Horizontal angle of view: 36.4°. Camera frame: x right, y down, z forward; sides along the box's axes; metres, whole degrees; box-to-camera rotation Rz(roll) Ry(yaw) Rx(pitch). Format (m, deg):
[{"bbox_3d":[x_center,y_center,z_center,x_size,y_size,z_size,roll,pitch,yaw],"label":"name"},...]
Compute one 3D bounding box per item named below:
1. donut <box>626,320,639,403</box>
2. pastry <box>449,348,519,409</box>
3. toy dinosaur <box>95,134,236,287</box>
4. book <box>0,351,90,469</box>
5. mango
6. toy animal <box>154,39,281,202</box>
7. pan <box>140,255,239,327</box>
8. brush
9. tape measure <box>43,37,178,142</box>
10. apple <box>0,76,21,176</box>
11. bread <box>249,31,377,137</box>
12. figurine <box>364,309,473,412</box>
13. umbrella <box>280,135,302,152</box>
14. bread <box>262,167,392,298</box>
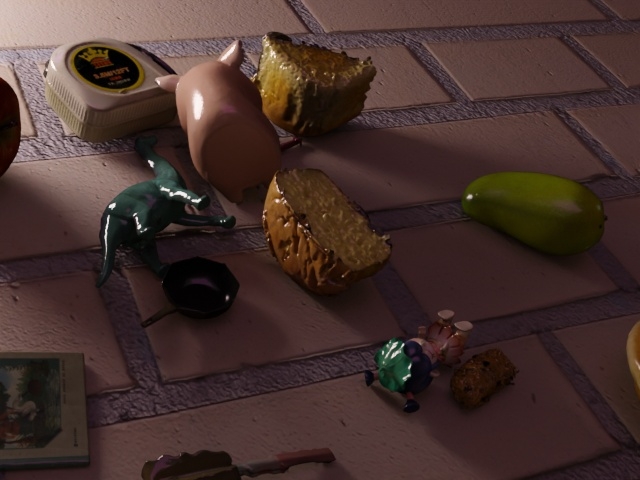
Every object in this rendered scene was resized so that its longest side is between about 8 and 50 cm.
[{"bbox_3d":[0.748,0.255,1.679,0.448,0.198,0.449,9,38,-7],"label":"donut"},{"bbox_3d":[0.275,0.235,1.667,0.140,0.056,0.080,-16,56,-40],"label":"pastry"},{"bbox_3d":[-0.361,-0.071,1.806,0.331,0.129,0.383,29,42,32],"label":"toy dinosaur"},{"bbox_3d":[-0.487,0.250,1.438,0.282,0.025,0.215,1,43,-19],"label":"book"},{"bbox_3d":[0.437,-0.063,1.995,0.293,0.143,0.175,15,45,16],"label":"mango"},{"bbox_3d":[-0.184,-0.237,1.938,0.195,0.213,0.256,-27,44,0],"label":"toy animal"},{"bbox_3d":[-0.240,0.097,1.668,0.202,0.048,0.128,-14,47,-32],"label":"pan"},{"bbox_3d":[-0.111,0.336,1.428,0.301,0.071,0.084,-4,40,-28],"label":"brush"},{"bbox_3d":[-0.433,-0.323,2.033,0.271,0.133,0.231,-25,62,-39],"label":"tape measure"},{"bbox_3d":[-0.660,-0.205,1.760,0.230,0.230,0.230,9,41,-7],"label":"apple"},{"bbox_3d":[-0.023,-0.315,2.101,0.262,0.204,0.163,11,52,-11],"label":"bread"},{"bbox_3d":[0.173,0.202,1.640,0.195,0.102,0.111,-20,39,-38],"label":"figurine"},{"bbox_3d":[-0.097,-0.191,2.060,0.027,0.025,0.165,10,28,43],"label":"umbrella"},{"bbox_3d":[-0.004,-0.002,1.788,0.160,0.147,0.260,-18,56,-45],"label":"bread"}]
